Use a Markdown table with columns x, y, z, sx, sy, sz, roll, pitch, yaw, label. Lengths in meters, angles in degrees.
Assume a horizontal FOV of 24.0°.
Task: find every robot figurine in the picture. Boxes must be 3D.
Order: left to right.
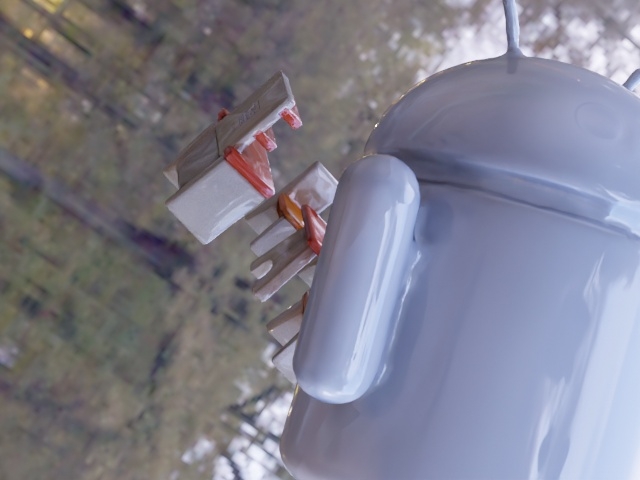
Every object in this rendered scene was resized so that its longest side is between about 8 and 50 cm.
| x | y | z | sx | sy | sz | roll | pitch | yaw | label |
| --- | --- | --- | --- | --- | --- | --- | --- | --- | --- |
| 0.098 | 0.048 | 0.849 | 0.199 | 0.300 | 0.354 | 13 | -97 | 39 | robot figurine |

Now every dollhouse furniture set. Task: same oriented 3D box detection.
| x | y | z | sx | sy | sz | roll | pitch | yaw | label |
| --- | --- | --- | --- | --- | --- | --- | --- | --- | --- |
| 0.000 | 0.000 | 1.275 | 0.135 | 0.259 | 0.262 | -38 | -155 | 11 | dollhouse furniture set |
